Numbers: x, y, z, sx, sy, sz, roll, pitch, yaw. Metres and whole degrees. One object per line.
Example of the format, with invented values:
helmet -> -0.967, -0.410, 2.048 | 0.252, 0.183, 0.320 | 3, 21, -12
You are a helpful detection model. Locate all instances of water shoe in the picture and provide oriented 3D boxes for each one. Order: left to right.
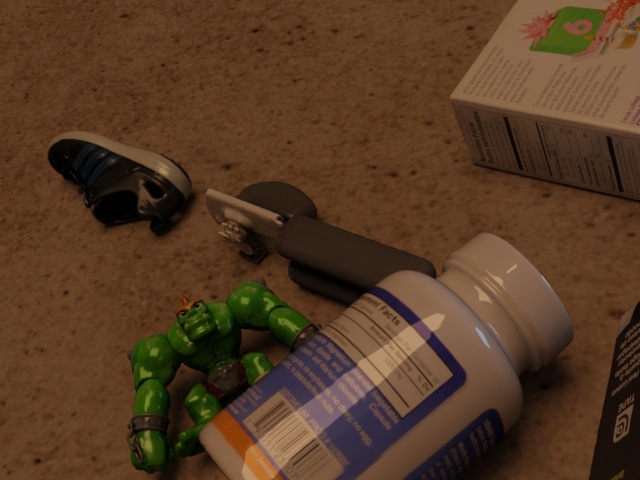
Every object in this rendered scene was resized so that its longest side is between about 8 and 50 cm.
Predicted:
water shoe -> -0.234, -0.064, 1.250 | 0.203, 0.073, 0.080 | 12, 59, 35

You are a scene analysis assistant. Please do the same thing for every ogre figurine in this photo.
ogre figurine -> -0.089, 0.110, 1.012 | 0.197, 0.097, 0.118 | -38, 61, 11

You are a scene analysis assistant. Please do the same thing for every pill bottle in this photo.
pill bottle -> 0.056, 0.119, 0.885 | 0.272, 0.152, 0.152 | -38, 45, -11

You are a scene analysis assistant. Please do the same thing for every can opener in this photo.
can opener -> 0.000, 0.000, 1.075 | 0.280, 0.074, 0.093 | 25, 64, 39

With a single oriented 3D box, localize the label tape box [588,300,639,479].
label tape box -> 0.256, 0.149, 0.686 | 0.115, 0.249, 0.348 | 26, 56, -4

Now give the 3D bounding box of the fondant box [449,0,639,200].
fondant box -> 0.319, -0.152, 1.044 | 0.330, 0.096, 0.238 | 17, 60, 35
